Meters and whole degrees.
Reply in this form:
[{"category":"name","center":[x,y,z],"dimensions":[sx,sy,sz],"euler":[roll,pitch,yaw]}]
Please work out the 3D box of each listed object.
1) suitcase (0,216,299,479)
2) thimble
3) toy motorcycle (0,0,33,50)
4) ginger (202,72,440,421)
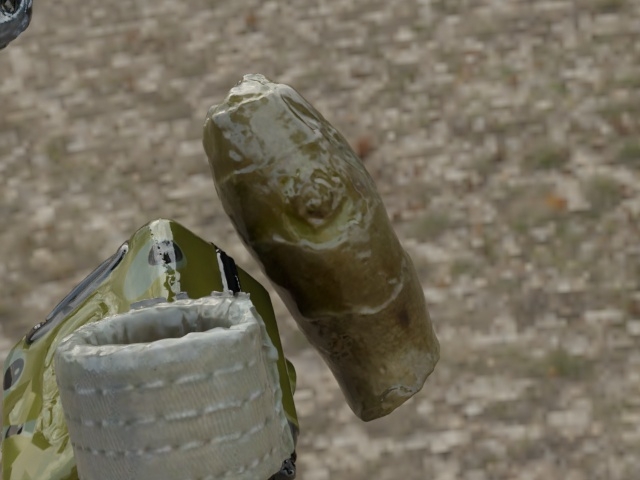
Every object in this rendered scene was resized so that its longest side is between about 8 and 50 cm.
[{"category":"suitcase","center":[-0.115,0.120,1.287],"dimensions":[0.194,0.143,0.235],"euler":[-41,33,19]},{"category":"thimble","center":[-0.078,0.081,0.959],"dimensions":[0.115,0.090,0.102],"euler":[-9,10,14]},{"category":"toy motorcycle","center":[-0.254,-0.219,1.035],"dimensions":[0.198,0.109,0.296],"euler":[18,41,-23]},{"category":"ginger","center":[0.000,0.000,1.358],"dimensions":[0.116,0.263,0.109],"euler":[-20,13,36]}]
